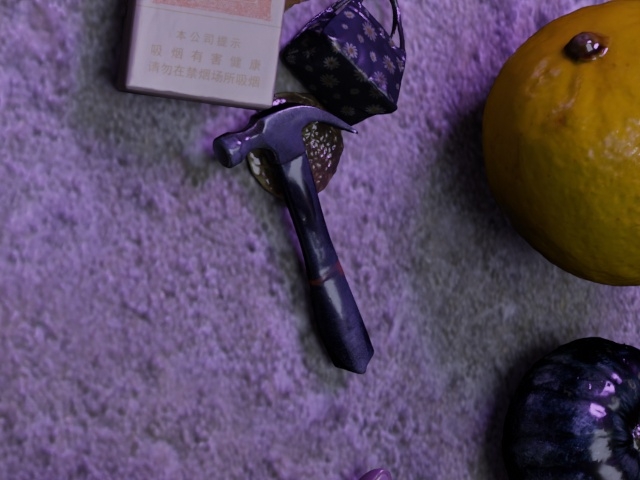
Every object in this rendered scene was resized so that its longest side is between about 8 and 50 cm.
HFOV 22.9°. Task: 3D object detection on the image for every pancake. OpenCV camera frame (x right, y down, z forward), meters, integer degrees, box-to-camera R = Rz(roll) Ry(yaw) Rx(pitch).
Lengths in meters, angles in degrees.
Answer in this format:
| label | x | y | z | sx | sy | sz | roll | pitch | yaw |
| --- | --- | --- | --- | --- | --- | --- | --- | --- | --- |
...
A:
| label | x | y | z | sx | sy | sz | roll | pitch | yaw |
| --- | --- | --- | --- | --- | --- | --- | --- | --- | --- |
| pancake | -0.024 | -0.093 | 1.542 | 0.115 | 0.011 | 0.115 | -5 | 98 | -38 |

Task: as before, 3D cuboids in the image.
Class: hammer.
| label | x | y | z | sx | sy | sz | roll | pitch | yaw |
| --- | --- | --- | --- | --- | --- | --- | --- | --- | --- |
| hammer | 0.000 | 0.000 | 1.545 | 0.137 | 0.037 | 0.290 | -30 | 116 | -23 |

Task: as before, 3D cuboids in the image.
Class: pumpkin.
| label | x | y | z | sx | sy | sz | roll | pitch | yaw |
| --- | --- | --- | --- | --- | --- | --- | --- | --- | --- |
| pumpkin | 0.308 | 0.222 | 1.739 | 0.233 | 0.163 | 0.233 | 7 | 79 | -38 |

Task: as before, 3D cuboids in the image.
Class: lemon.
| label | x | y | z | sx | sy | sz | roll | pitch | yaw |
| --- | --- | --- | --- | --- | --- | --- | --- | --- | --- |
| lemon | 0.309 | -0.098 | 1.634 | 0.297 | 0.297 | 0.297 | -5 | 98 | -38 |

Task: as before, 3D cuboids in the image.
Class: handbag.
| label | x | y | z | sx | sy | sz | roll | pitch | yaw |
| --- | --- | --- | --- | --- | --- | --- | --- | --- | --- |
| handbag | 0.043 | -0.198 | 1.551 | 0.115 | 0.072 | 0.139 | 44 | 57 | -27 |

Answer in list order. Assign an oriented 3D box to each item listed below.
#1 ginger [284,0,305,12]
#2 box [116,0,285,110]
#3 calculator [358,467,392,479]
| label | x | y | z | sx | sy | sz | roll | pitch | yaw |
| --- | --- | --- | --- | --- | --- | --- | --- | --- | --- |
| ginger | -0.055 | -0.237 | 1.487 | 0.137 | 0.044 | 0.057 | -8 | 129 | -31 |
| box | -0.102 | -0.223 | 1.412 | 0.141 | 0.058 | 0.201 | 8 | 90 | -16 |
| calculator | 0.007 | 0.382 | 1.603 | 0.194 | 0.043 | 0.294 | -11 | 105 | -38 |
